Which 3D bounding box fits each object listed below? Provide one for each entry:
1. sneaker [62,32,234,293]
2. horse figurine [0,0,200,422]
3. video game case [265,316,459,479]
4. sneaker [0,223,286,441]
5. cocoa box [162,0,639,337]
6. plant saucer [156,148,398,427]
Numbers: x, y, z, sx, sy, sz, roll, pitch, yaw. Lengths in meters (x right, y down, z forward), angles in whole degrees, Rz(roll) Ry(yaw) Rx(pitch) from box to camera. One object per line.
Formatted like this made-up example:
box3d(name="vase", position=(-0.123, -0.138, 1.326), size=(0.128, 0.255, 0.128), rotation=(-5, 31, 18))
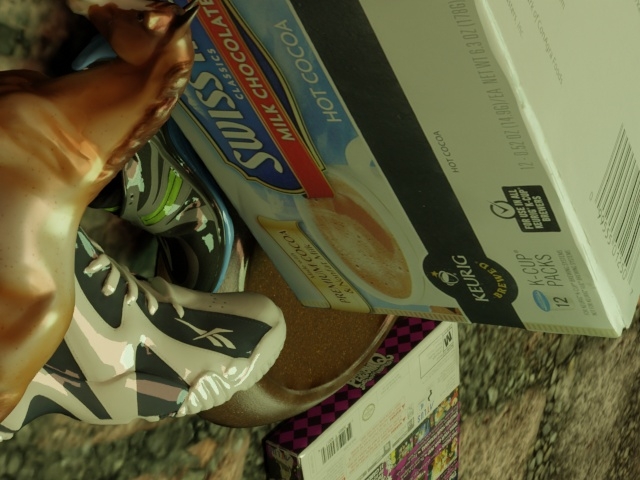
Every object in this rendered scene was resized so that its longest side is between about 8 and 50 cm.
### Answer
box3d(name="sneaker", position=(-0.110, -0.036, 0.789), size=(0.078, 0.067, 0.188), rotation=(-43, 135, -23))
box3d(name="horse figurine", position=(-0.168, -0.005, 0.617), size=(0.066, 0.174, 0.263), rotation=(-132, -124, -81))
box3d(name="video game case", position=(0.045, 0.195, 1.151), size=(0.232, 0.042, 0.210), rotation=(-38, 135, -41))
box3d(name="sneaker", position=(-0.125, 0.016, 0.721), size=(0.235, 0.094, 0.153), rotation=(-6, 110, -22))
box3d(name="cocoa box", position=(0.051, -0.141, 0.749), size=(0.347, 0.228, 0.231), rotation=(58, 46, -42))
box3d(name="plant saucer", position=(0.000, 0.000, 0.980), size=(0.310, 0.050, 0.310), rotation=(-31, 131, -44))
